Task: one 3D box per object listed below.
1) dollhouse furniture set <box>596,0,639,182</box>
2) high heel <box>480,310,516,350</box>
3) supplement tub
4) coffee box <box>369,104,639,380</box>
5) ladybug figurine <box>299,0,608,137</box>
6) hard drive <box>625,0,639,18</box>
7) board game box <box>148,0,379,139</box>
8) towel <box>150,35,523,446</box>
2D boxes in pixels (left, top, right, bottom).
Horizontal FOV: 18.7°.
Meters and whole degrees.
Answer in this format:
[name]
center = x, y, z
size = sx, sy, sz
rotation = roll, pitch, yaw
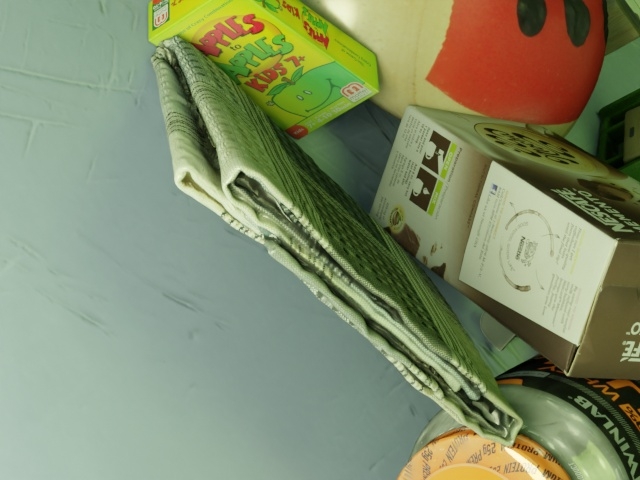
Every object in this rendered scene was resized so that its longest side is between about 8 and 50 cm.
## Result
[dollhouse furniture set]
center = 0.384, -0.205, 2.063
size = 0.197, 0.301, 0.151
rotation = 50, 29, -22
[high heel]
center = 0.273, 0.146, 1.804
size = 0.186, 0.093, 0.261
rotation = -16, 70, -53
[supplement tub]
center = 0.192, 0.191, 1.555
size = 0.316, 0.193, 0.194
rotation = -20, 82, -59
[coffee box]
center = 0.196, 0.000, 1.614
size = 0.168, 0.119, 0.297
rotation = 6, 20, -35
[ladybug figurine]
center = 0.130, -0.231, 1.813
size = 0.449, 0.162, 0.305
rotation = 7, 49, -52
[hard drive]
center = 0.342, -0.421, 2.435
size = 0.233, 0.047, 0.353
rotation = 50, 32, -18
[board game box]
center = -0.045, -0.157, 1.594
size = 0.181, 0.092, 0.043
rotation = 32, 42, -40
[towel]
center = 0.000, 0.000, 1.459
size = 0.312, 0.056, 0.324
rotation = 44, 7, -23
